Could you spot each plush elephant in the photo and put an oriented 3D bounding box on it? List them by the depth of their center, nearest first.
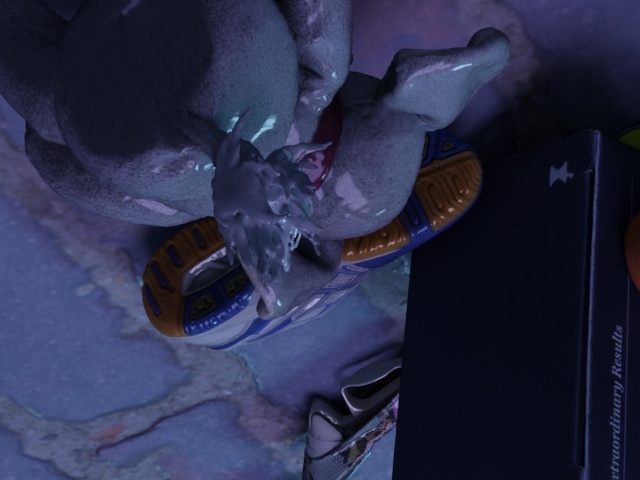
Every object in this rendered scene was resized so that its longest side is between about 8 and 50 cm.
[{"bbox_3d":[-0.035,-0.094,0.821,0.272,0.330,0.255,-42,151,17],"label":"plush elephant"}]

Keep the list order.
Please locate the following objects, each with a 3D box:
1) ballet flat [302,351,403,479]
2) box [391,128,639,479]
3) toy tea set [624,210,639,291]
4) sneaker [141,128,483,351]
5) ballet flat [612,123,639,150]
[{"bbox_3d":[0.040,0.172,1.273,0.079,0.077,0.221,38,113,-23],"label":"ballet flat"},{"bbox_3d":[0.279,0.123,1.073,0.396,0.293,0.212,20,158,-33],"label":"box"},{"bbox_3d":[0.363,-0.022,0.958,0.200,0.336,0.124,50,144,-17],"label":"toy tea set"},{"bbox_3d":[0.000,0.000,1.058,0.297,0.111,0.131,-24,156,11],"label":"sneaker"},{"bbox_3d":[0.360,-0.052,1.114,0.231,0.077,0.077,7,132,-24],"label":"ballet flat"}]
